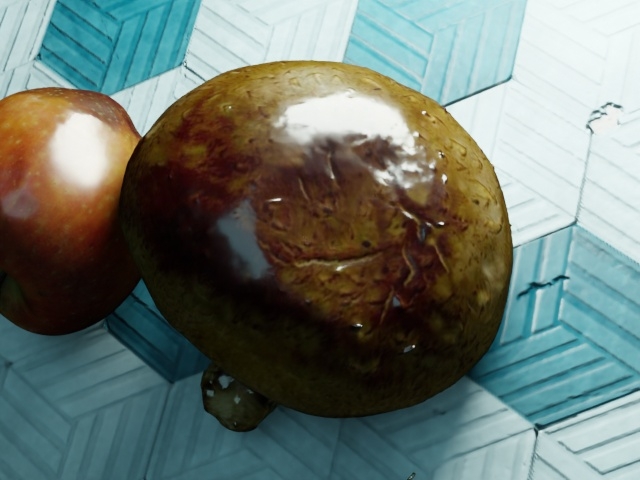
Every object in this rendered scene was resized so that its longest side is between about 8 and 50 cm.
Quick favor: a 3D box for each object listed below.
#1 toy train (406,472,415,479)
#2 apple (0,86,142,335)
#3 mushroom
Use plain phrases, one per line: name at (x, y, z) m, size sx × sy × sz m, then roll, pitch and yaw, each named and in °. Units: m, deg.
toy train at (0.021, 0.290, 1.048) m, size 0.127 × 0.089 × 0.219 m, roll 43°, pitch 83°, yaw 15°
apple at (-0.248, -0.034, 1.182) m, size 0.229 × 0.230 × 0.230 m, roll -5°, pitch 67°, yaw 13°
mushroom at (0.007, -0.009, 1.095) m, size 0.239 × 0.345 × 0.345 m, roll -4°, pitch 58°, yaw 62°
